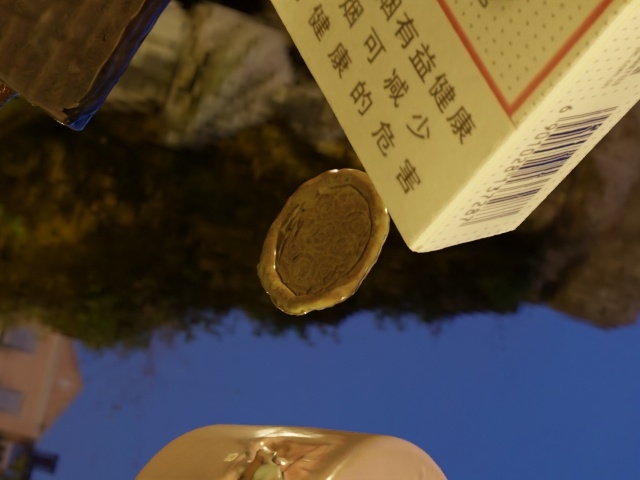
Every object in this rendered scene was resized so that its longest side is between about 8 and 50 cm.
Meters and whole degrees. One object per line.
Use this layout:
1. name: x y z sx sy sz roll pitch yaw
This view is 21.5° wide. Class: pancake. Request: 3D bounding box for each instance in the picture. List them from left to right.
1. pancake: 0.001 0.001 1.124 0.115 0.011 0.115 -27 -135 30

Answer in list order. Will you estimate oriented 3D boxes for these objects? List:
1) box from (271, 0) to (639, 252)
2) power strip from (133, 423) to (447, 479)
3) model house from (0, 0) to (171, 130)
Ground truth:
1. box: 0.110 -0.170 0.899 0.210 0.095 0.330 61 -38 20
2. power strip: -0.011 0.136 0.571 0.078 0.154 0.154 -1 -112 32
3. model house: -0.114 -0.187 0.750 0.280 0.230 0.249 -57 -144 2
